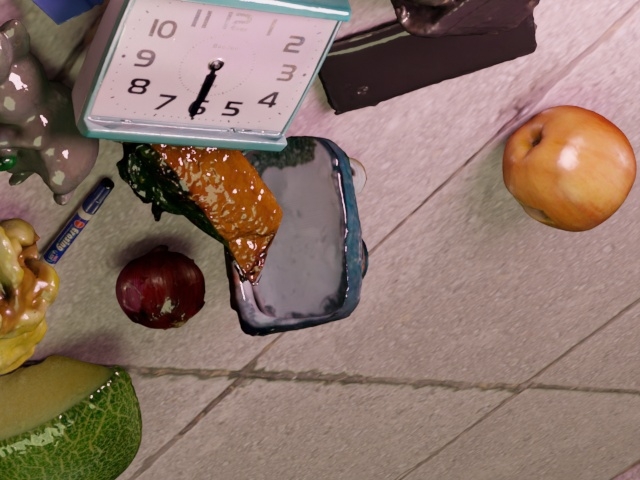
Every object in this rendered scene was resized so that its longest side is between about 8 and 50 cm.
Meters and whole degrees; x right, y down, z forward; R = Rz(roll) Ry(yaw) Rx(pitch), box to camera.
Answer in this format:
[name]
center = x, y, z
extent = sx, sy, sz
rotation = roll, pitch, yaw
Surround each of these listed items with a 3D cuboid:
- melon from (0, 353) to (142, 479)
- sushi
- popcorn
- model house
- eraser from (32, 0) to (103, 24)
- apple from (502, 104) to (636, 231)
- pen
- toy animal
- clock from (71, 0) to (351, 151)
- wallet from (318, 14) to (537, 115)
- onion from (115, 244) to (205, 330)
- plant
[melon]
center = -0.439, 0.332, 2.475
extent = 0.331, 0.226, 0.343
rotation = -30, 140, -8
[sushi]
center = -0.160, -0.077, 1.907
extent = 0.140, 0.149, 0.287
rotation = -40, 125, -8
[popcorn]
center = -0.470, 0.076, 1.990
extent = 0.255, 0.195, 0.256
rotation = -32, 130, 17
[model house]
center = 0.000, 0.000, 2.072
extent = 0.184, 0.253, 0.291
rotation = -11, 171, 19
[eraser]
center = -0.280, -0.274, 1.625
extent = 0.063, 0.027, 0.085
rotation = -24, 150, 13
[apple]
center = 0.342, -0.102, 2.108
extent = 0.199, 0.199, 0.199
rotation = -12, 152, -7
[pen]
center = -0.332, -0.022, 2.053
extent = 0.025, 0.025, 0.204
rotation = 6, 145, -35
[toy animal]
center = -0.342, -0.164, 1.729
extent = 0.125, 0.127, 0.251
rotation = -7, 138, 8
[clock]
center = -0.132, -0.219, 1.711
extent = 0.262, 0.116, 0.231
rotation = 1, 136, -31
[wallet]
center = 0.135, -0.240, 1.897
extent = 0.285, 0.030, 0.146
rotation = -17, 148, 5
[onion]
center = -0.227, 0.068, 2.174
extent = 0.131, 0.131, 0.131
rotation = -12, 152, -7
[plant]
center = 0.149, -0.309, 1.669
extent = 0.164, 0.142, 0.256
rotation = -30, 160, 25
